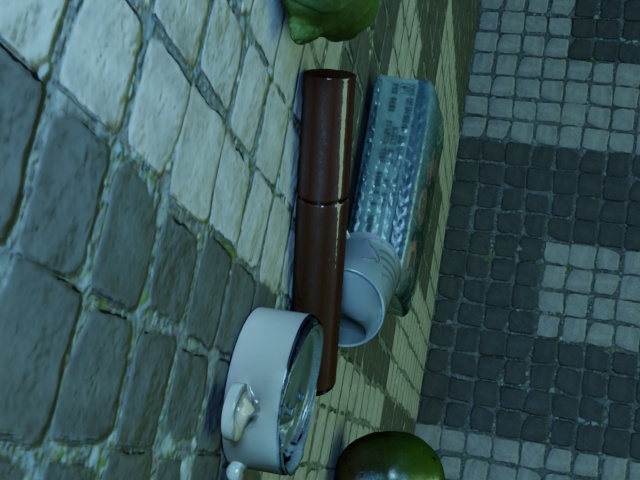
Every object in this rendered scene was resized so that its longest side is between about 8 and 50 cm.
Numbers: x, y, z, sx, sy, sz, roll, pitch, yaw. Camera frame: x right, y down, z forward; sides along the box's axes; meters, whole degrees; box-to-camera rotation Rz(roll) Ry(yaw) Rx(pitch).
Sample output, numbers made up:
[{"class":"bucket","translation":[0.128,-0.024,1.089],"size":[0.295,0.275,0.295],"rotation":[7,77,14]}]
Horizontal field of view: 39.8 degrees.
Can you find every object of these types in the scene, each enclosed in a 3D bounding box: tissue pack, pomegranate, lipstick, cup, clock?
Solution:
[{"class":"tissue pack","translation":[0.111,-0.057,1.308],"size":[0.228,0.103,0.315],"rotation":[58,42,-74]},{"class":"pomegranate","translation":[0.111,0.407,1.366],"size":[0.181,0.182,0.224],"rotation":[82,0,-51]},{"class":"lipstick","translation":[0.000,0.000,0.936],"size":[0.057,0.057,0.356],"rotation":[-54,150,-66]},{"class":"cup","translation":[0.040,0.038,1.040],"size":[0.133,0.099,0.135],"rotation":[-53,149,-65]},{"class":"clock","translation":[-0.040,0.143,0.829],"size":[0.229,0.063,0.155],"rotation":[-7,104,-76]}]

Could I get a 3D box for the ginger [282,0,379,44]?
[{"class":"ginger","translation":[0.009,-0.279,0.714],"size":[0.137,0.089,0.289],"rotation":[-63,158,-43]}]
